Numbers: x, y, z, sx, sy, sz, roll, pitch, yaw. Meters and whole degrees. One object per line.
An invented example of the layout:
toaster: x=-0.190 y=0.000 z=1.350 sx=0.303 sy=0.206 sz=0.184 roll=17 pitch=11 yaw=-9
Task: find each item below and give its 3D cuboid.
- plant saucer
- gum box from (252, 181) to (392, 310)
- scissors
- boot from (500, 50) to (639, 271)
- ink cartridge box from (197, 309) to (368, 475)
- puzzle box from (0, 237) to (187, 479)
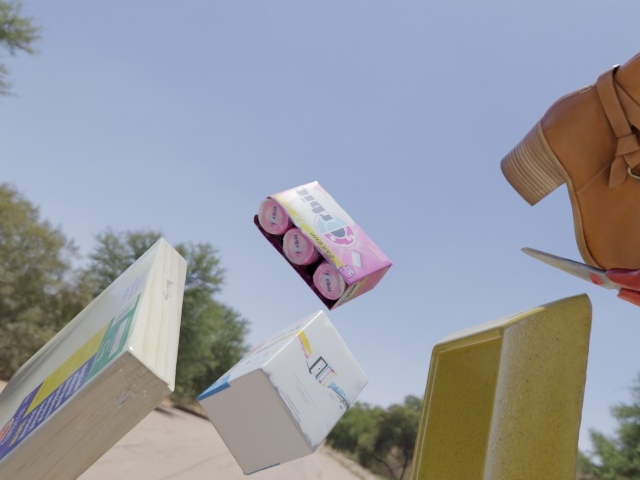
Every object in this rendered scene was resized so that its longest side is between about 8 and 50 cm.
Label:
plant saucer: x=0.197 y=0.240 z=0.844 sx=0.081 sy=0.332 sz=0.333 roll=15 pitch=-17 yaw=-8
gum box: x=0.000 y=0.000 z=0.984 sx=0.188 sy=0.107 sz=0.062 roll=48 pitch=-51 yaw=18
scissors: x=0.313 y=0.052 z=0.721 sx=0.109 sy=0.021 sz=0.297 roll=53 pitch=-11 yaw=-8
boot: x=0.379 y=-0.072 z=0.777 sx=0.283 sy=0.109 sz=0.220 roll=44 pitch=-48 yaw=-4
ink cartridge box: x=-0.061 y=0.267 z=1.215 sx=0.171 sy=0.233 sz=0.168 roll=-31 pitch=-87 yaw=33
puzzle box: x=-0.258 y=0.145 z=0.702 sx=0.052 sy=0.272 sz=0.409 roll=48 pitch=2 yaw=-15
